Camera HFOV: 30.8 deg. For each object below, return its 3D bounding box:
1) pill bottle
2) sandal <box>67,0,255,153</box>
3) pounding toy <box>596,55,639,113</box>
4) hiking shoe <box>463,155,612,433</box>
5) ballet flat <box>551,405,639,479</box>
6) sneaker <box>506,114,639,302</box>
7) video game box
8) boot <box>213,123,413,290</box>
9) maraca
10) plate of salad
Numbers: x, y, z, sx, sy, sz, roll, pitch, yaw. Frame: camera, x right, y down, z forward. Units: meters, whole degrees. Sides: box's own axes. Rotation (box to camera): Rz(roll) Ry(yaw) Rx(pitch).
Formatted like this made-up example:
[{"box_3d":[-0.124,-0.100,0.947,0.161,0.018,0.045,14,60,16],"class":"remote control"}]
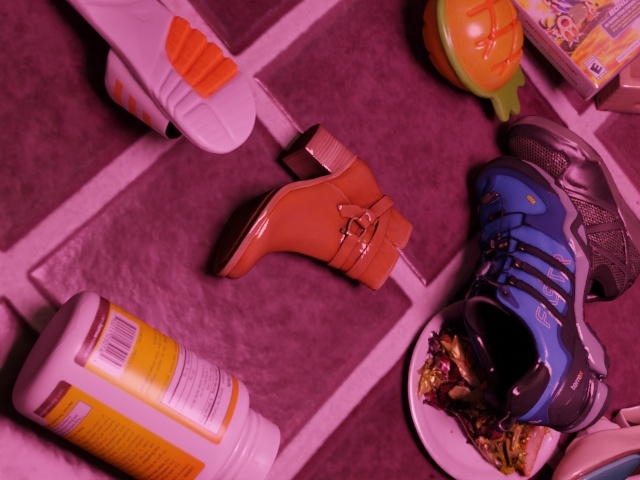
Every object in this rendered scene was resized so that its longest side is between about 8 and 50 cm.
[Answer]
[{"box_3d":[-0.144,0.143,0.994,0.215,0.117,0.117,34,66,-18],"class":"pill bottle"},{"box_3d":[-0.165,-0.171,1.083,0.265,0.076,0.102,48,45,12],"class":"sandal"},{"box_3d":[0.369,-0.258,1.367,0.181,0.094,0.206,4,76,-5],"class":"pounding toy"},{"box_3d":[0.201,0.041,1.167,0.132,0.113,0.304,10,57,-37],"class":"hiking shoe"},{"box_3d":[0.328,0.222,1.258,0.248,0.086,0.086,-6,82,-31],"class":"ballet flat"},{"box_3d":[0.264,-0.024,1.263,0.130,0.087,0.227,-45,107,-34],"class":"sneaker"},{"box_3d":[0.307,-0.289,1.294,0.205,0.048,0.187,-41,82,-13],"class":"video game box"},{"box_3d":[0.000,0.000,1.129,0.152,0.073,0.197,46,65,-17],"class":"boot"},{"box_3d":[0.174,-0.208,1.253,0.185,0.099,0.127,43,53,-41],"class":"maraca"},{"box_3d":[0.180,0.156,1.203,0.199,0.048,0.200,6,77,-26],"class":"plate of salad"}]
